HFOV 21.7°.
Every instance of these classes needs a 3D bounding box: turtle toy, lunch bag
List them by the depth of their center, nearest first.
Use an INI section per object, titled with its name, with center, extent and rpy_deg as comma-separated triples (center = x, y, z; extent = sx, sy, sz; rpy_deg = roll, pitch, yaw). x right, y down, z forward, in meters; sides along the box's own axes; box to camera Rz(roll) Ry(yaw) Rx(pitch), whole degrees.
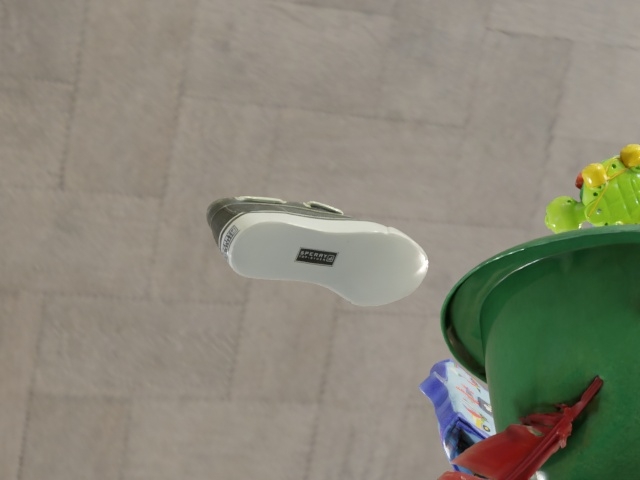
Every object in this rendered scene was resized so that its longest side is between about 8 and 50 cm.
[turtle toy]
center = 0.300, -0.043, 1.767
extent = 0.130, 0.066, 0.095
rpy_deg = -25, 104, -15
[lunch bag]
center = 0.218, 0.276, 2.038
extent = 0.138, 0.221, 0.293
rpy_deg = -40, 101, 11

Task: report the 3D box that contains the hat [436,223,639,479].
[hat]
center = 0.125, 0.116, 0.755
extent = 0.173, 0.208, 0.183
rpy_deg = 40, 45, -37

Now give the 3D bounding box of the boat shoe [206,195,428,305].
[boat shoe]
center = 0.000, 0.000, 1.473
extent = 0.219, 0.070, 0.077
rpy_deg = 14, 114, -37
